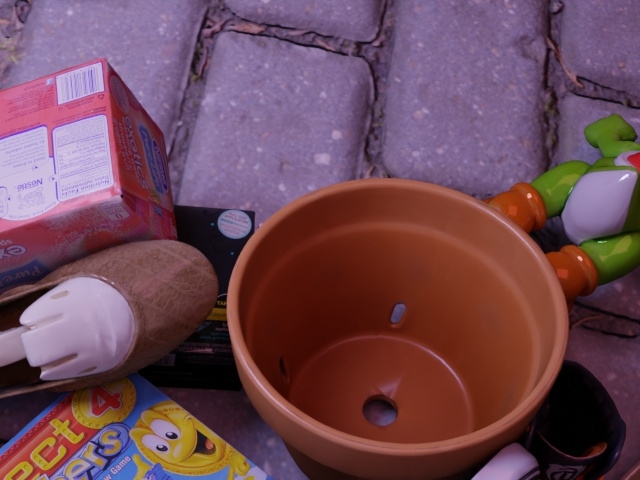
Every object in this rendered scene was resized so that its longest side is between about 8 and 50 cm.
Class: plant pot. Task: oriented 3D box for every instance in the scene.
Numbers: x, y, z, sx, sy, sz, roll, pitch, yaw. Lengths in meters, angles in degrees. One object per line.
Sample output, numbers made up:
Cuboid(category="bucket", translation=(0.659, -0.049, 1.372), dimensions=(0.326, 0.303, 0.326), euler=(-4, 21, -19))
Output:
Cuboid(category="plant pot", translation=(0.064, 0.114, 0.896), dimensions=(0.291, 0.203, 0.290), euler=(1, 50, -1))

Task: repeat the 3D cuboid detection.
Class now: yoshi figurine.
Cuboid(category="yoshi figurine", translation=(0.365, -0.055, 1.116), dimensions=(0.362, 0.203, 0.203), euler=(-30, 30, -9))

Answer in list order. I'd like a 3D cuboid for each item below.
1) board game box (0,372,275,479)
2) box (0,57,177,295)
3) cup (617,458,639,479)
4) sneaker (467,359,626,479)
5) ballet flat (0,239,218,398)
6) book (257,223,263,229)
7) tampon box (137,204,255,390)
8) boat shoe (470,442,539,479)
Cuboid(category="board game box", translation=(-0.177, 0.289, 0.795), dimensions=(0.302, 0.086, 0.308), euler=(31, 59, 28))
Cuboid(category="box", translation=(-0.299, -0.031, 0.899), dimensions=(0.300, 0.142, 0.154), euler=(-17, 62, 8))
Cuboid(category="cup", translation=(0.421, 0.334, 0.839), dimensions=(0.237, 0.331, 0.331), euler=(49, 61, -16))
Cuboid(category="sneaker", translation=(0.186, 0.250, 0.883), dimensions=(0.125, 0.180, 0.321), euler=(16, 61, -2))
Cuboid(category="ballet flat", translation=(-0.257, 0.087, 0.835), dimensions=(0.342, 0.124, 0.116), euler=(-14, 94, 16))
Cuboid(category="book", translation=(0.000, 0.000, 1.028), dimensions=(0.144, 0.096, 0.035), euler=(-10, 65, -15))
Cuboid(category="tampon box", translation=(-0.131, 0.057, 0.969), dimensions=(0.120, 0.101, 0.161), euler=(4, 62, -9))
Cuboid(category="boat shoe", translation=(0.114, 0.314, 0.792), dimensions=(0.105, 0.113, 0.306), euler=(34, 98, 28))
